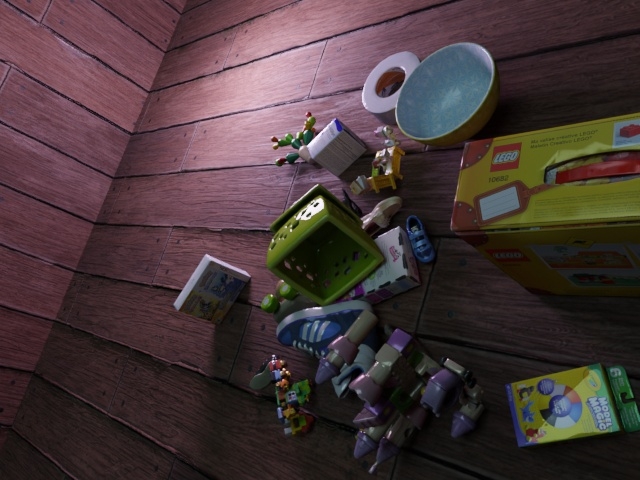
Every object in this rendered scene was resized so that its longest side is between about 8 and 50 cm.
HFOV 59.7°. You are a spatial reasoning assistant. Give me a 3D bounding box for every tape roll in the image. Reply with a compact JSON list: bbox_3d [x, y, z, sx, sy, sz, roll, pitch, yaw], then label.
[{"bbox_3d":[0.237,-0.476,1.741,0.219,0.072,0.219,-21,55,34],"label":"tape roll"}]

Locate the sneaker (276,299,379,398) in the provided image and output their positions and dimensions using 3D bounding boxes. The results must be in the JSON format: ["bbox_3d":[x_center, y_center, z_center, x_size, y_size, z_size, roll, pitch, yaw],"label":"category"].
[{"bbox_3d":[0.009,0.306,1.484,0.322,0.130,0.236,-20,51,29],"label":"sneaker"}]

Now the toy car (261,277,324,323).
[{"bbox_3d":[-0.079,0.148,1.656,0.149,0.155,0.188,-37,35,24],"label":"toy car"}]

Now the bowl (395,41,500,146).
[{"bbox_3d":[0.362,-0.361,1.494,0.289,0.156,0.289,-21,55,34],"label":"bowl"}]

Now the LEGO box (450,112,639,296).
[{"bbox_3d":[0.550,-0.043,0.981,0.500,0.372,0.193,-3,66,42],"label":"LEGO box"}]

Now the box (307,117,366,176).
[{"bbox_3d":[0.052,-0.295,1.778,0.137,0.126,0.072,-41,44,19],"label":"box"}]

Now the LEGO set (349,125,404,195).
[{"bbox_3d":[0.154,-0.197,1.623,0.107,0.132,0.287,-14,37,45],"label":"LEGO set"}]

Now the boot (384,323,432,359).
[{"bbox_3d":[0.208,0.250,1.337,0.037,0.114,0.106,-49,43,12],"label":"boot"}]

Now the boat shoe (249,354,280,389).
[{"bbox_3d":[-0.164,0.397,1.669,0.133,0.049,0.042,-50,15,21],"label":"boat shoe"}]

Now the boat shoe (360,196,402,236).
[{"bbox_3d":[0.171,-0.059,1.587,0.170,0.063,0.059,-40,48,34],"label":"boat shoe"}]

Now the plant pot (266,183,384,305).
[{"bbox_3d":[0.000,0.000,1.499,0.227,0.228,0.207,-40,34,19],"label":"plant pot"}]

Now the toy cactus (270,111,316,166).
[{"bbox_3d":[-0.075,-0.336,1.954,0.219,0.112,0.180,-45,54,4],"label":"toy cactus"}]

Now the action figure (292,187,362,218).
[{"bbox_3d":[-0.012,-0.044,1.687,0.275,0.164,0.141,-31,59,16],"label":"action figure"}]

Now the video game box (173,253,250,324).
[{"bbox_3d":[-0.361,0.168,1.874,0.205,0.187,0.048,-57,42,4],"label":"video game box"}]

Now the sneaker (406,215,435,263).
[{"bbox_3d":[0.259,-0.004,1.465,0.053,0.059,0.144,-25,53,12],"label":"sneaker"}]

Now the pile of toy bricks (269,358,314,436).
[{"bbox_3d":[-0.069,0.417,1.535,0.105,0.118,0.212,-17,40,-2],"label":"pile of toy bricks"}]

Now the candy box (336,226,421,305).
[{"bbox_3d":[0.148,0.084,1.517,0.233,0.071,0.159,-28,49,31],"label":"candy box"}]

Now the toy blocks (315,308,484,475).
[{"bbox_3d":[0.154,0.358,1.178,0.260,0.288,0.309,-49,43,-14],"label":"toy blocks"}]

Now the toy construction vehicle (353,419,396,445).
[{"bbox_3d":[0.135,0.460,1.358,0.098,0.035,0.086,-61,31,-4],"label":"toy construction vehicle"}]

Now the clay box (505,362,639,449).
[{"bbox_3d":[0.484,0.321,1.080,0.222,0.053,0.127,-26,53,33],"label":"clay box"}]
